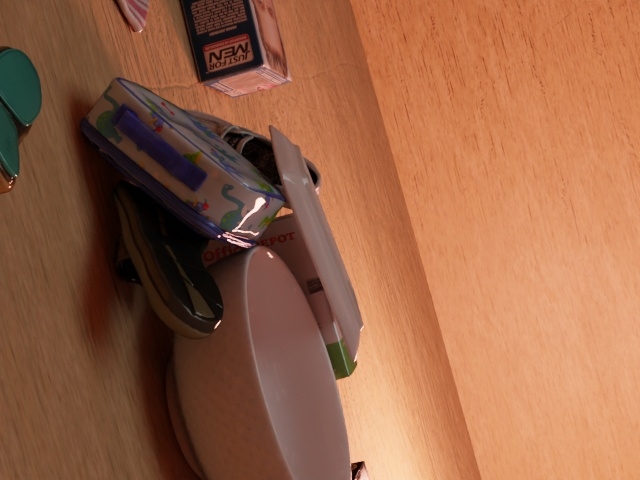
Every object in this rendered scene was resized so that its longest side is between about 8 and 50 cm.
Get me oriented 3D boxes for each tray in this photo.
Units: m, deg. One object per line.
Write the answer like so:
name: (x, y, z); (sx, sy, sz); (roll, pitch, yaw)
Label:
tray: (0.000, 0.000, 1.884); (0.145, 0.030, 0.270); (-102, 172, -62)

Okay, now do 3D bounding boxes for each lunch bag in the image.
lunch bag: (-0.154, -0.085, 1.753); (0.219, 0.090, 0.176); (39, 5, 14)

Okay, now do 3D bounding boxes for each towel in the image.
towel: (-0.251, -0.378, 2.023); (0.197, 0.029, 0.144); (-92, 162, -46)

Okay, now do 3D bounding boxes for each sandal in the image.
sandal: (-0.181, 0.024, 1.707); (0.120, 0.086, 0.303); (31, 18, -23)

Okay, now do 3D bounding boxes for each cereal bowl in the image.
cereal bowl: (-0.084, 0.184, 1.833); (0.339, 0.141, 0.339); (-16, 90, -76)

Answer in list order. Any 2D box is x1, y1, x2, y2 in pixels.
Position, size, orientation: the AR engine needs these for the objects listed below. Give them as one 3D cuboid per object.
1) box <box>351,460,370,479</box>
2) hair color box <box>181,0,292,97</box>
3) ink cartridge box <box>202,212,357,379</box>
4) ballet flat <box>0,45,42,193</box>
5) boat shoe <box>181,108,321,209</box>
box: (0.059, 0.485, 2.335); (0.216, 0.060, 0.270); (-42, 117, -76)
hair color box: (-0.146, -0.398, 2.345); (0.174, 0.105, 0.347); (7, 69, -77)
ink cartridge box: (-0.059, 0.082, 2.030); (0.092, 0.160, 0.219); (-36, 112, -78)
ballet flat: (-0.298, -0.105, 1.389); (0.080, 0.073, 0.232); (60, 11, -25)
boat shoe: (-0.100, -0.110, 1.957); (0.081, 0.227, 0.079); (126, -13, -71)
